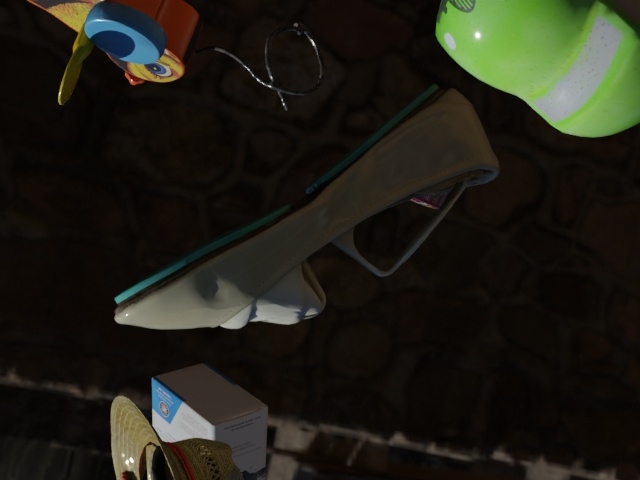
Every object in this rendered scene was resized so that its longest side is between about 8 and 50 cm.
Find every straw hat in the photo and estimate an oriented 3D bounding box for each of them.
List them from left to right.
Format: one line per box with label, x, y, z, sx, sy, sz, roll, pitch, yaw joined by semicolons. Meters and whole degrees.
straw hat;-0.083;0.157;0.707;0.061;0.144;0.144;-15;-173;-26

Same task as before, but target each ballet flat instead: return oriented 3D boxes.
ballet flat;0.000;0.000;0.646;0.086;0.248;0.086;54;172;12

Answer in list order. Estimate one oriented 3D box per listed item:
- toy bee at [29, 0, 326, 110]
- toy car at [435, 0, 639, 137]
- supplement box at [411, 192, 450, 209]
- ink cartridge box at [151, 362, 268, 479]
toy bee;-0.173;-0.188;0.981;0.298;0.195;0.162;47;152;-14
toy car;0.147;-0.059;0.399;0.225;0.053;0.239;5;140;-25
supplement box;0.100;-0.069;1.224;0.083;0.043;0.055;20;180;-22
ink cartridge box;-0.135;0.262;1.306;0.082;0.190;0.140;-14;-153;-35
